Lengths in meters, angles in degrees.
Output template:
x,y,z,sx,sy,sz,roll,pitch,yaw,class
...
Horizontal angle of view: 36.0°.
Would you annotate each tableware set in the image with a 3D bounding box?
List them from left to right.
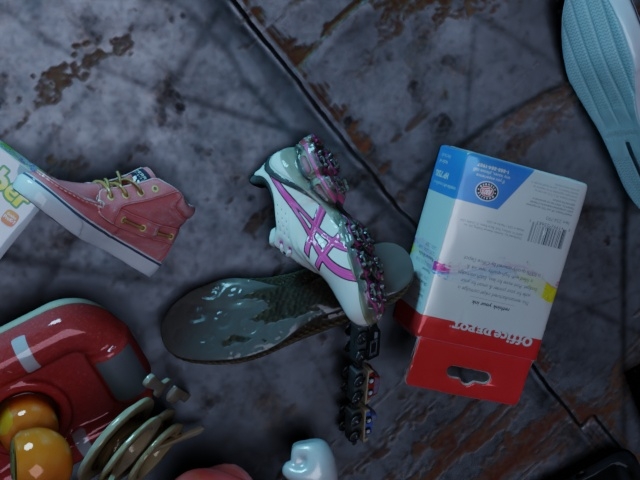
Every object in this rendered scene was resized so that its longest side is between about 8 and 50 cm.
x,y,z,sx,sy,sz,roll,pitch,yaw,class
-0.156,0.185,0.862,0.039,0.194,0.128,38,81,10,tableware set

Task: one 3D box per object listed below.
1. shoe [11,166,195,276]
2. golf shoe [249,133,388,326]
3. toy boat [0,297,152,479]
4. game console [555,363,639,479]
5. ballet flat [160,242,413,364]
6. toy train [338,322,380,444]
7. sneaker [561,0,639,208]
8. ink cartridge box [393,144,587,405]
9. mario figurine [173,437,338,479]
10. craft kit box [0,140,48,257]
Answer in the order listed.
x,y,z,sx,sy,sz,roll,pitch,yaw,class
-0.181,-0.036,0.850,0.081,0.063,0.178,-55,143,-3,shoe
0.000,0.000,0.909,0.086,0.067,0.186,-28,74,16,golf shoe
-0.252,0.164,0.843,0.231,0.151,0.151,-28,123,-8,toy boat
0.336,0.259,1.089,0.361,0.044,0.213,-26,105,-9,game console
-0.029,0.062,0.944,0.250,0.058,0.084,-18,74,-9,ballet flat
0.040,0.139,0.966,0.036,0.027,0.158,-21,131,-30,toy train
0.319,-0.151,0.983,0.091,0.094,0.258,-36,113,-24,sneaker
0.159,0.035,0.974,0.134,0.078,0.231,13,98,-16,ink cartridge box
-0.036,0.317,0.982,0.320,0.170,0.198,45,51,-29,mario figurine
-0.398,-0.025,0.829,0.250,0.061,0.246,38,88,-19,craft kit box
